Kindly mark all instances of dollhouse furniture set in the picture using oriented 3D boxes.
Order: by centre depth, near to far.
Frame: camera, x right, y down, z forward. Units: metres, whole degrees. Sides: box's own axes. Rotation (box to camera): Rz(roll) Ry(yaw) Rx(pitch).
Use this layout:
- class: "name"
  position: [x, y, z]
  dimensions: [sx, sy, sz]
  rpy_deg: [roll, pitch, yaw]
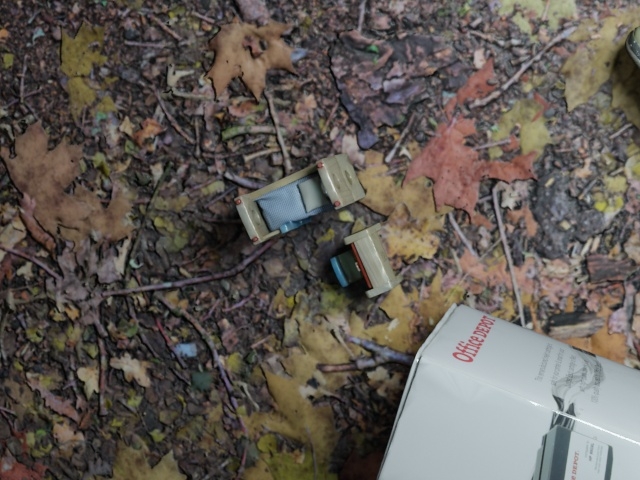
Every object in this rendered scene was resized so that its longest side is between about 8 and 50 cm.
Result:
- class: "dollhouse furniture set"
  position: [0.000, 0.000, 1.333]
  dimensions: [0.129, 0.129, 0.183]
  rpy_deg: [-24, 91, 18]

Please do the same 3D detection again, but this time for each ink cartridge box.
- class: "ink cartridge box"
  position: [0.295, 0.236, 1.200]
  dimensions: [0.395, 0.285, 0.166]
  rpy_deg: [21, 103, 13]

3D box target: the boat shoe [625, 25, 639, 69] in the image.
- class: "boat shoe"
  position: [0.473, -0.143, 1.146]
  dimensions: [0.120, 0.123, 0.324]
  rpy_deg: [-42, 69, 24]
